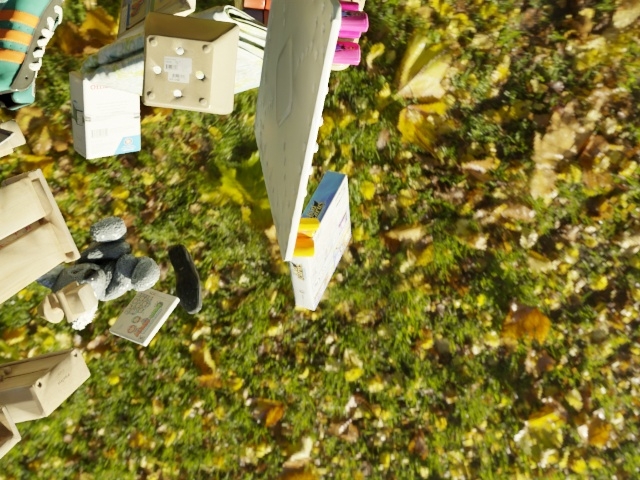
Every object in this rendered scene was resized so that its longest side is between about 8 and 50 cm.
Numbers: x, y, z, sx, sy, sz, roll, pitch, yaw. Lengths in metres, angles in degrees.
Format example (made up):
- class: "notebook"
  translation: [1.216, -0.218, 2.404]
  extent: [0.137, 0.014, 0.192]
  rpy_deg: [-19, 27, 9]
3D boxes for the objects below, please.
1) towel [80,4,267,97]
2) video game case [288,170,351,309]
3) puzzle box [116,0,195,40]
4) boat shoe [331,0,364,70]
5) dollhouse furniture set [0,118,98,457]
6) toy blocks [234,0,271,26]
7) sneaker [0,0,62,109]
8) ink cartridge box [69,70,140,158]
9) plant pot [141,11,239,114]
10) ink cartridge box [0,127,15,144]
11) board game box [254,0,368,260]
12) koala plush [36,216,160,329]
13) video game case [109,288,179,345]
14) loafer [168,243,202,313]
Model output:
- class: "towel"
  translation: [-0.268, -0.389, 1.449]
  extent: [0.375, 0.321, 0.090]
  rpy_deg: [-10, 85, 26]
- class: "video game case"
  translation: [0.000, 0.000, 1.710]
  extent: [0.061, 0.269, 0.244]
  rpy_deg: [14, 142, 18]
- class: "puzzle box"
  translation: [-0.406, -0.724, 1.704]
  extent: [0.272, 0.052, 0.408]
  rpy_deg: [-12, 71, 41]
- class: "boat shoe"
  translation: [0.036, -0.521, 1.363]
  extent: [0.122, 0.110, 0.340]
  rpy_deg: [4, 80, -16]
- class: "dollhouse furniture set"
  translation: [-0.458, 0.062, 0.822]
  extent: [0.174, 0.303, 0.355]
  rpy_deg: [-15, 105, 16]
- class: "toy blocks"
  translation: [-0.146, -0.582, 1.631]
  extent: [0.191, 0.381, 0.260]
  rpy_deg: [2, 71, -13]
- class: "sneaker"
  translation: [-0.401, -0.242, 0.867]
  extent: [0.121, 0.108, 0.302]
  rpy_deg: [41, 75, -16]
- class: "ink cartridge box"
  translation: [-0.506, -0.302, 1.578]
  extent: [0.140, 0.082, 0.190]
  rpy_deg: [-18, 125, -40]
- class: "plant pot"
  translation: [-0.154, -0.196, 0.763]
  extent: [0.109, 0.096, 0.109]
  rpy_deg: [6, 111, -4]
- class: "ink cartridge box"
  translation: [-0.397, -0.004, 0.502]
  extent: [0.166, 0.332, 0.065]
  rpy_deg: [17, 130, 8]
- class: "board game box"
  translation: [-0.033, -0.234, 1.008]
  extent: [0.050, 0.389, 0.389]
  rpy_deg: [1, 130, -15]
- class: "koala plush"
  translation: [-0.535, 0.091, 1.562]
  extent: [0.203, 0.221, 0.196]
  rpy_deg: [-29, 102, 44]
- class: "video game case"
  translation: [-0.482, 0.204, 1.827]
  extent: [0.143, 0.157, 0.019]
  rpy_deg: [12, 146, 33]
- class: "loafer"
  translation: [-0.376, 0.111, 1.904]
  extent: [0.076, 0.223, 0.078]
  rpy_deg: [-25, 151, 5]
